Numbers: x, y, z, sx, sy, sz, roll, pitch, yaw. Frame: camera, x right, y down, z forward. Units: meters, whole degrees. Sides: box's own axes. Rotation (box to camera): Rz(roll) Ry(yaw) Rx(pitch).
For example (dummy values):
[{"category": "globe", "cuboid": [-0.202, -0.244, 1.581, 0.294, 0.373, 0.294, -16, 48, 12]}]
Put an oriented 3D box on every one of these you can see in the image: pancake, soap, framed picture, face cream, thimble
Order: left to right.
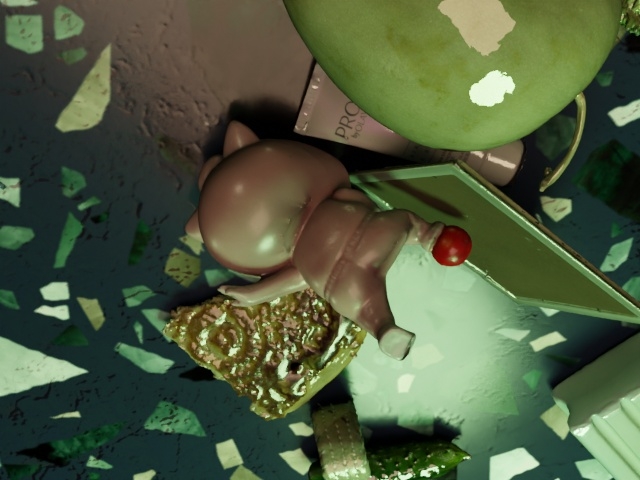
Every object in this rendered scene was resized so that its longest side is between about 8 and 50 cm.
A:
[{"category": "pancake", "cuboid": [-0.065, 0.101, 0.913, 0.245, 0.057, 0.265, 12, 112, -2]}, {"category": "thimble", "cuboid": [0.025, 0.262, 0.965, 0.062, 0.109, 0.084, -11, 142, -4]}, {"category": "face cream", "cuboid": [0.100, -0.121, 0.800, 0.244, 0.058, 0.092, 17, 120, -7]}, {"category": "framed picture", "cuboid": [0.184, 0.000, 0.791, 0.296, 0.232, 0.019, 34, 79, -21]}, {"category": "soap", "cuboid": [0.458, 0.264, 1.018, 0.160, 0.087, 0.265, -39, 115, 14]}]

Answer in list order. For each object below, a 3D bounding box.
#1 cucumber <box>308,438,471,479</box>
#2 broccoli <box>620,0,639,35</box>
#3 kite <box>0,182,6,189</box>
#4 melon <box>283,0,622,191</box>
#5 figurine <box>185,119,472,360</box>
[{"category": "cucumber", "cuboid": [0.096, 0.311, 1.023, 0.228, 0.069, 0.069, -8, 118, -6]}, {"category": "broccoli", "cuboid": [0.306, -0.253, 0.678, 0.118, 0.204, 0.122, 44, 118, 23]}, {"category": "kite", "cuboid": [-0.450, -0.068, 0.796, 0.183, 0.010, 0.160, -31, 117, 11]}, {"category": "melon", "cuboid": [0.111, -0.212, 0.638, 0.308, 0.271, 0.271, 12, 116, -19]}, {"category": "figurine", "cuboid": [0.000, 0.000, 0.775, 0.288, 0.186, 0.176, 24, 99, 20]}]
